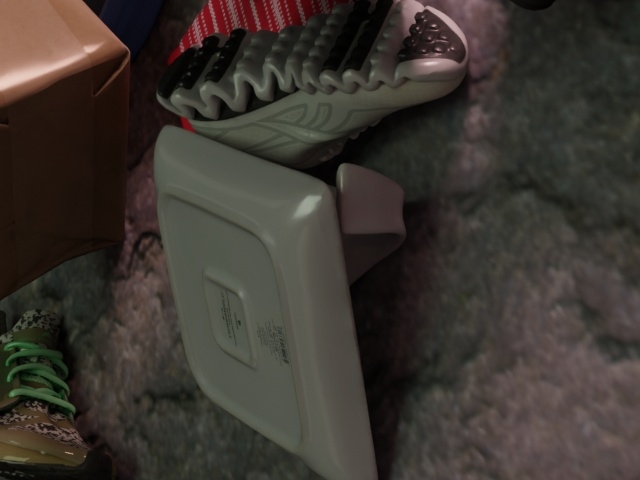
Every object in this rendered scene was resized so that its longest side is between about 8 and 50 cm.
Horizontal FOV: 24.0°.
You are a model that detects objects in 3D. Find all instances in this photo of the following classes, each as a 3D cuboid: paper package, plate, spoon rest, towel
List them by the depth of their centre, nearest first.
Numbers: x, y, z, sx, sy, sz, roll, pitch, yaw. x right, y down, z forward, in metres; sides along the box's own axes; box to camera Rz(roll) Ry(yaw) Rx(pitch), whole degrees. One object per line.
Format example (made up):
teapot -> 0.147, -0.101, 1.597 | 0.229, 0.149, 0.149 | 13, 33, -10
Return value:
plate -> -0.060, 0.059, 1.260 | 0.278, 0.045, 0.277 | 23, 127, 54
spoon rest -> 0.000, 0.000, 1.268 | 0.276, 0.084, 0.137 | 153, 120, -65
towel -> -0.056, -0.181, 1.405 | 0.275, 0.031, 0.199 | -47, 47, 38
paper package -> -0.350, -0.158, 1.548 | 0.325, 0.168, 0.309 | 47, 149, 27

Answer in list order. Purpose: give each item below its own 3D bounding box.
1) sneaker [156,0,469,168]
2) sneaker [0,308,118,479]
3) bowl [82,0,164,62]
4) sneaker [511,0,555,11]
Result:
sneaker -> 0.004, -0.122, 1.252 | 0.292, 0.118, 0.110 | -4, 41, 38
sneaker -> -0.340, 0.161, 1.673 | 0.410, 0.158, 0.182 | 18, 81, 50
bowl -> -0.272, -0.350, 1.702 | 0.391, 0.077, 0.391 | -14, 72, 53
sneaker -> 0.224, -0.221, 0.930 | 0.447, 0.169, 0.257 | -114, 36, -48
